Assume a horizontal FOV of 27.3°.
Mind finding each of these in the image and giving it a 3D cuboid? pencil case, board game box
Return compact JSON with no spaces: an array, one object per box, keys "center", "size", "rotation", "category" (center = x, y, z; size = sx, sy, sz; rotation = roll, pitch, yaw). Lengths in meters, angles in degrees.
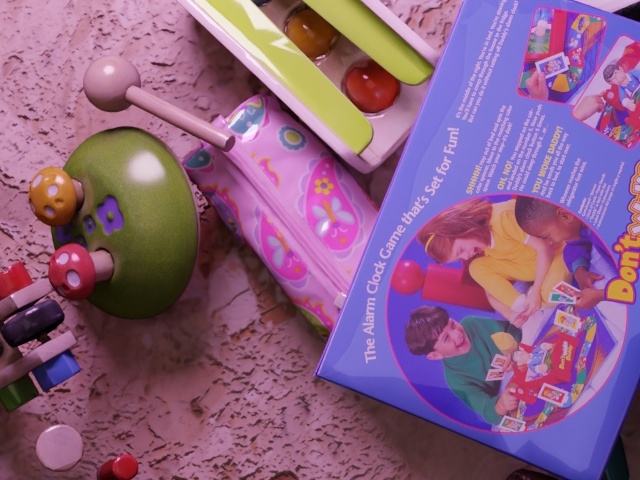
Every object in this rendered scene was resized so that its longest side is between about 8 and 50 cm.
[{"center":[0.000,0.000,1.201],"size":[0.124,0.124,0.284],"rotation":[-40,78,4],"category":"pencil case"},{"center":[0.170,-0.011,1.037],"size":[0.233,0.078,0.347],"rotation":[22,89,12],"category":"board game box"}]

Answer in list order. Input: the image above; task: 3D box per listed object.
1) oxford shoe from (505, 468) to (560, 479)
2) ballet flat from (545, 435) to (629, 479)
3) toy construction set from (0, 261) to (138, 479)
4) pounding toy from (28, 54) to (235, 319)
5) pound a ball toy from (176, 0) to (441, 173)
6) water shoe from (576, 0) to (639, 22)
[{"center":[0.155,0.375,1.150],"size":[0.130,0.133,0.363],"rotation":[16,101,-32],"category":"oxford shoe"},{"center":[0.246,0.230,1.162],"size":[0.079,0.077,0.221],"rotation":[-25,80,27],"category":"ballet flat"},{"center":[-0.326,0.158,1.224],"size":[0.309,0.237,0.257],"rotation":[34,70,-6],"category":"toy construction set"},{"center":[-0.202,-0.033,1.194],"size":[0.183,0.110,0.236],"rotation":[38,120,29],"category":"pounding toy"},{"center":[0.027,-0.211,1.206],"size":[0.319,0.136,0.208],"rotation":[43,96,12],"category":"pound a ball toy"},{"center":[0.244,-0.221,1.216],"size":[0.203,0.073,0.080],"rotation":[-8,55,11],"category":"water shoe"}]
